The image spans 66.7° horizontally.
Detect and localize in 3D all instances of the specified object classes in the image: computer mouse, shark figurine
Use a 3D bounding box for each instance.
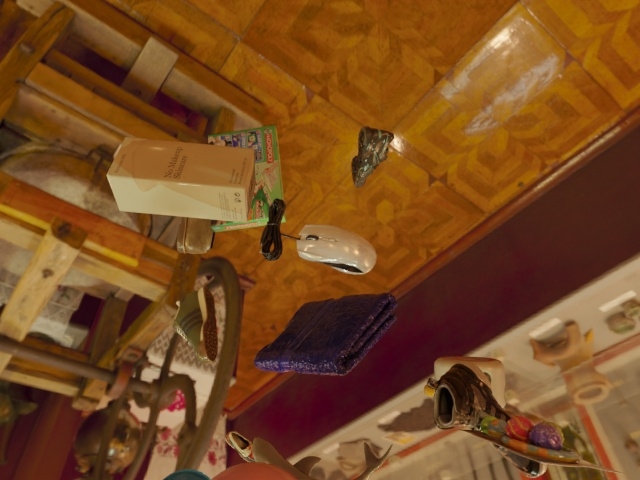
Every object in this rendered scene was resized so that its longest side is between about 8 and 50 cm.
[{"bbox_3d":[0.000,0.000,0.788,0.193,0.105,0.042,14,154,1],"label":"computer mouse"},{"bbox_3d":[0.003,0.470,0.948,0.279,0.166,0.116,3,148,-5],"label":"shark figurine"}]

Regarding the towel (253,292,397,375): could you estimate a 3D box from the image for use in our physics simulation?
[{"bbox_3d":[0.012,0.214,1.074,0.308,0.227,0.076,-17,113,51],"label":"towel"}]

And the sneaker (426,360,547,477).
[{"bbox_3d":[0.330,0.381,1.007,0.153,0.268,0.101,-6,136,-38],"label":"sneaker"}]

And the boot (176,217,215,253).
[{"bbox_3d":[-0.398,-0.105,1.620,0.115,0.112,0.304,5,90,3],"label":"boot"}]

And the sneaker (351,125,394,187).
[{"bbox_3d":[0.167,-0.265,1.609,0.106,0.101,0.267,-4,151,-11],"label":"sneaker"}]

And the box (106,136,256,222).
[{"bbox_3d":[-0.319,-0.144,1.158,0.312,0.147,0.121,4,141,-1],"label":"box"}]

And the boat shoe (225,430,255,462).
[{"bbox_3d":[-0.236,0.645,1.519,0.137,0.049,0.043,40,133,-2],"label":"boat shoe"}]

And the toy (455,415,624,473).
[{"bbox_3d":[0.339,0.316,0.788,0.137,0.056,0.237,11,165,-11],"label":"toy"}]

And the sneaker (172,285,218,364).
[{"bbox_3d":[-0.272,0.189,1.039,0.086,0.192,0.064,-21,136,6],"label":"sneaker"}]

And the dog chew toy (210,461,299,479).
[{"bbox_3d":[-0.125,0.486,0.663,0.207,0.331,0.206,12,131,15],"label":"dog chew toy"}]

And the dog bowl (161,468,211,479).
[{"bbox_3d":[-0.291,0.682,1.113,0.166,0.297,0.074,-18,161,-41],"label":"dog bowl"}]

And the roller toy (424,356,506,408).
[{"bbox_3d":[0.418,0.408,1.372,0.210,0.146,0.191,7,169,-36],"label":"roller toy"}]

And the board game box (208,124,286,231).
[{"bbox_3d":[-0.223,-0.189,1.452,0.214,0.317,0.046,-7,157,2],"label":"board game box"}]
